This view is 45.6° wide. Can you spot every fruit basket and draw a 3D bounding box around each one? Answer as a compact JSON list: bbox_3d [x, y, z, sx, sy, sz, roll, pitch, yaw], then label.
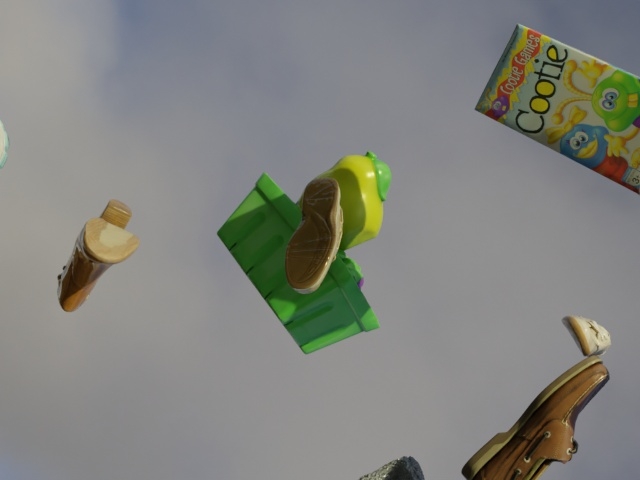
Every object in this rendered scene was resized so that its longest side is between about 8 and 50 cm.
[{"bbox_3d":[0.011,-0.005,1.594,0.392,0.392,0.283,33,-18,36],"label":"fruit basket"}]

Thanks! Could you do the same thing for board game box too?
[{"bbox_3d":[0.399,-0.194,1.132,0.275,0.144,0.142,34,-69,26],"label":"board game box"}]

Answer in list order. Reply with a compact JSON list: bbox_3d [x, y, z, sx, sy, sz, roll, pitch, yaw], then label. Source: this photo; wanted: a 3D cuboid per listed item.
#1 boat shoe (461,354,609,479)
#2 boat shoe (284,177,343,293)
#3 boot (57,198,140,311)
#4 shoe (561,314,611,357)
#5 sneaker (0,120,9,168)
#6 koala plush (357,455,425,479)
[{"bbox_3d":[0.381,0.328,1.269,0.307,0.111,0.104,-47,-126,8],"label":"boat shoe"},{"bbox_3d":[0.000,0.000,0.748,0.050,0.135,0.045,0,-38,20],"label":"boat shoe"},{"bbox_3d":[-0.434,0.054,1.443,0.211,0.104,0.295,-58,-162,12],"label":"boot"},{"bbox_3d":[0.468,0.161,1.326,0.058,0.219,0.076,-33,-114,13],"label":"shoe"},{"bbox_3d":[-0.398,-0.124,0.603,0.122,0.283,0.110,177,-72,-76],"label":"sneaker"},{"bbox_3d":[0.132,0.551,1.377,0.221,0.203,0.196,54,-26,40],"label":"koala plush"}]
